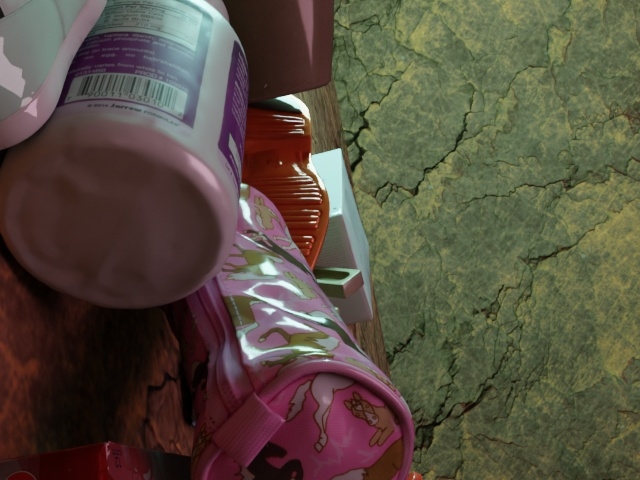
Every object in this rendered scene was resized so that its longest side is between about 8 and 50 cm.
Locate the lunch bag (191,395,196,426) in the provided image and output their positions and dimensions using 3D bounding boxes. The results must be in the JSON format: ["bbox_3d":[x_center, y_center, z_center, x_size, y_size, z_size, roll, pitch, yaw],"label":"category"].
[{"bbox_3d":[-0.110,0.163,0.961,0.083,0.053,0.071,43,33,-59],"label":"lunch bag"}]

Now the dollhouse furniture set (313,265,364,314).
[{"bbox_3d":[-0.026,0.042,1.355,0.151,0.144,0.123,-34,117,-41],"label":"dollhouse furniture set"}]

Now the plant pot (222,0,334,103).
[{"bbox_3d":[-0.081,-0.284,1.079,0.263,0.263,0.229,-66,144,-75],"label":"plant pot"}]

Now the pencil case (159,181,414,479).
[{"bbox_3d":[-0.054,0.081,0.746,0.386,0.167,0.160,-126,-137,-60],"label":"pencil case"}]

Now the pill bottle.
[{"bbox_3d":[-0.144,-0.103,0.730,0.301,0.169,0.169,-91,166,-49],"label":"pill bottle"}]

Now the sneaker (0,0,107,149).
[{"bbox_3d":[-0.222,-0.195,0.609,0.256,0.094,0.151,-95,165,-46],"label":"sneaker"}]

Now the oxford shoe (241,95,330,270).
[{"bbox_3d":[-0.055,-0.027,1.093,0.363,0.130,0.132,-87,180,-47],"label":"oxford shoe"}]

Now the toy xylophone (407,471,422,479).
[{"bbox_3d":[0.037,0.414,1.060,0.236,0.081,0.322,-62,-178,21],"label":"toy xylophone"}]

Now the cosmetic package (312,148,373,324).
[{"bbox_3d":[0.000,0.000,1.584,0.224,0.138,0.224,-89,163,-56],"label":"cosmetic package"}]

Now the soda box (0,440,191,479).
[{"bbox_3d":[-0.133,0.198,0.637,0.263,0.092,0.083,53,27,-70],"label":"soda box"}]
